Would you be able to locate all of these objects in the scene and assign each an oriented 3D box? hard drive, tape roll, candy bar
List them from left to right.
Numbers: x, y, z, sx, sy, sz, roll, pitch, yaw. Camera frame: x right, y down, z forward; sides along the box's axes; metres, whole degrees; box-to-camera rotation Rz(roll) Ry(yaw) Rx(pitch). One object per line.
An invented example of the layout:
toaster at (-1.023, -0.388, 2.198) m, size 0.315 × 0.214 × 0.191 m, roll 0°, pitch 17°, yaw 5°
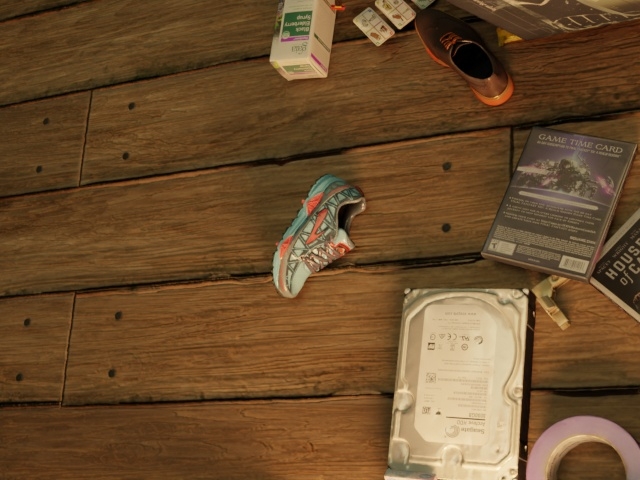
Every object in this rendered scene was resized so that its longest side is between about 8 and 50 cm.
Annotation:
hard drive at (0.246, 0.250, 1.764) m, size 0.236 × 0.064 × 0.339 m, roll 0°, pitch 73°, yaw 27°
candy bar at (0.416, -0.408, 1.938) m, size 0.161 × 0.018 × 0.040 m, roll -9°, pitch 72°, yaw 23°
tape roll at (0.432, 0.379, 1.617) m, size 0.189 × 0.080 × 0.189 m, roll -9°, pitch 68°, yaw 24°

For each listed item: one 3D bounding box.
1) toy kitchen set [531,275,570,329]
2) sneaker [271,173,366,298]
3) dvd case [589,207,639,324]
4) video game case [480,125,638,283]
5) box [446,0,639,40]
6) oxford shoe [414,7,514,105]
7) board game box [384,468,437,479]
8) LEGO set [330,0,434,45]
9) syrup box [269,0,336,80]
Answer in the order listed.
toy kitchen set at (0.413, 0.094, 1.732) m, size 0.075 × 0.068 × 0.083 m, roll -38°, pitch 61°, yaw 10°
sneaker at (0.000, 0.000, 1.952) m, size 0.125 × 0.104 × 0.262 m, roll 23°, pitch 84°, yaw 29°
dvd case at (0.566, 0.056, 1.661) m, size 0.179 × 0.029 × 0.239 m, roll -47°, pitch 45°, yaw 4°
video game case at (0.422, -0.070, 1.786) m, size 0.196 × 0.026 × 0.274 m, roll 15°, pitch 68°, yaw 30°
box at (0.406, -0.555, 1.624) m, size 0.471 × 0.480 × 0.297 m, roll -4°, pitch 79°, yaw 45°
oxford shoe at (0.269, -0.377, 1.953) m, size 0.097 × 0.098 × 0.271 m, roll -45°, pitch 59°, yaw 6°
board game box at (0.162, 0.433, 1.730) m, size 0.090 × 0.090 × 0.020 m, roll 0°, pitch 34°, yaw 26°
LEGO set at (0.093, -0.521, 2.071) m, size 0.182 × 0.060 × 0.244 m, roll -41°, pitch 81°, yaw -17°
syrup box at (-0.031, -0.464, 2.135) m, size 0.093 × 0.096 × 0.237 m, roll 0°, pitch 71°, yaw 26°
